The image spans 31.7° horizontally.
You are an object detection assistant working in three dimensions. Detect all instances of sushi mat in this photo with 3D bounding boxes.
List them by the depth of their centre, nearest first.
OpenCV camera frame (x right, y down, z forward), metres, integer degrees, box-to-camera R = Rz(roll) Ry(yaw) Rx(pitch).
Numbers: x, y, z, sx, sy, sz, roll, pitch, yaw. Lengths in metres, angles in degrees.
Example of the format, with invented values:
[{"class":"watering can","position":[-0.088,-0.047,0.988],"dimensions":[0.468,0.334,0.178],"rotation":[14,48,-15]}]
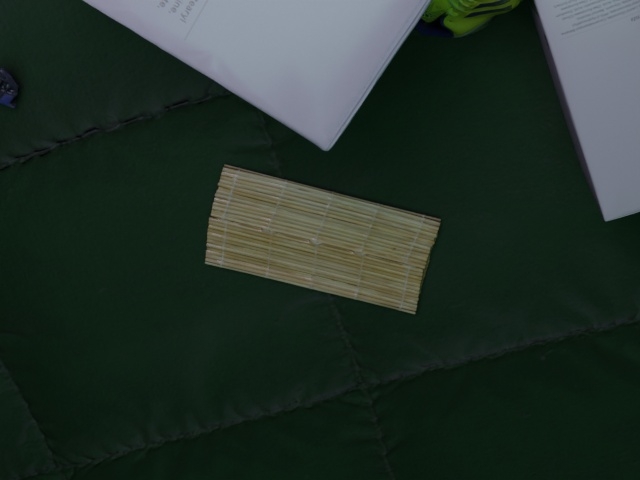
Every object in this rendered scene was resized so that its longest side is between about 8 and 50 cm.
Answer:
[{"class":"sushi mat","position":[0.000,0.000,1.573],"dimensions":[0.316,0.019,0.151],"rotation":[14,115,-2]}]

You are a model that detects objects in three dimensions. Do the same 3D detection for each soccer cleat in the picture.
[{"class":"soccer cleat","position":[0.163,-0.287,1.296],"dimensions":[0.121,0.289,0.093],"rotation":[-21,89,0]}]

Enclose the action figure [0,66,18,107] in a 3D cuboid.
[{"class":"action figure","position":[-0.509,-0.316,1.423],"dimensions":[0.330,0.178,0.341],"rotation":[-40,136,24]}]

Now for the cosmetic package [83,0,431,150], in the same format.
[{"class":"cosmetic package","position":[-0.062,-0.371,1.244],"dimensions":[0.393,0.329,0.327],"rotation":[31,111,-9]}]

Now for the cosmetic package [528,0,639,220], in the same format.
[{"class":"cosmetic package","position":[0.350,-0.235,1.355],"dimensions":[0.155,0.197,0.365],"rotation":[-18,110,11]}]
